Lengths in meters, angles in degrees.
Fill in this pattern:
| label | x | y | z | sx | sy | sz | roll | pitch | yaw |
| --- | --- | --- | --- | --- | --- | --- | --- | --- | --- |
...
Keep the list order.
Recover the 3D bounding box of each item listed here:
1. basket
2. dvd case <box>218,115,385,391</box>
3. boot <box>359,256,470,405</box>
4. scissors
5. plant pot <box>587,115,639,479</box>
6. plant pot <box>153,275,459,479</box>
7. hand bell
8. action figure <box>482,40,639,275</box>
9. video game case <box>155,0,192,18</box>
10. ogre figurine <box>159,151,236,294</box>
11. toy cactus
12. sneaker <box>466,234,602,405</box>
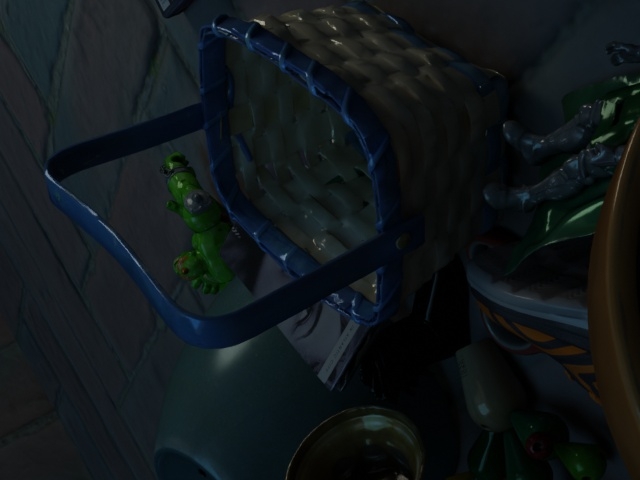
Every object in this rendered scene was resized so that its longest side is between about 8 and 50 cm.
| label | x | y | z | sx | sy | sz | roll | pitch | yaw |
| --- | --- | --- | --- | --- | --- | --- | --- | --- | --- |
| basket | -0.022 | -0.044 | 0.925 | 0.255 | 0.289 | 0.201 | 42 | 143 | 44 |
| dvd case | 0.000 | 0.000 | 1.105 | 0.164 | 0.018 | 0.221 | -60 | 41 | 15 |
| boot | 0.074 | 0.070 | 1.078 | 0.045 | 0.099 | 0.121 | 30 | 139 | 48 |
| scissors | 0.204 | 0.086 | 0.933 | 0.297 | 0.021 | 0.109 | 37 | 143 | 46 |
| plant pot | 0.245 | 0.047 | 0.548 | 0.291 | 0.291 | 0.203 | 57 | 171 | 14 |
| plant pot | -0.043 | 0.189 | 1.236 | 0.290 | 0.195 | 0.290 | 32 | 145 | 27 |
| hand bell | 0.076 | 0.261 | 1.135 | 0.126 | 0.126 | 0.242 | 35 | 164 | 46 |
| action figure | 0.184 | -0.067 | 0.738 | 0.063 | 0.137 | 0.232 | 27 | 155 | -22 |
| video game case | -0.138 | -0.334 | 1.188 | 0.196 | 0.026 | 0.274 | 65 | 155 | -2 |
| ogre figurine | -0.113 | 0.003 | 1.396 | 0.118 | 0.097 | 0.197 | -143 | 47 | -75 |
| toy cactus | 0.149 | 0.172 | 1.051 | 0.219 | 0.112 | 0.180 | 112 | 138 | -71 |
| sneaker | 0.205 | 0.108 | 0.803 | 0.321 | 0.125 | 0.180 | 27 | 128 | 57 |
